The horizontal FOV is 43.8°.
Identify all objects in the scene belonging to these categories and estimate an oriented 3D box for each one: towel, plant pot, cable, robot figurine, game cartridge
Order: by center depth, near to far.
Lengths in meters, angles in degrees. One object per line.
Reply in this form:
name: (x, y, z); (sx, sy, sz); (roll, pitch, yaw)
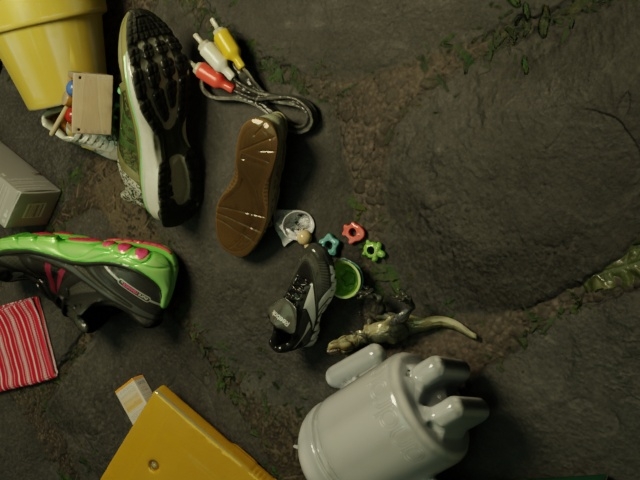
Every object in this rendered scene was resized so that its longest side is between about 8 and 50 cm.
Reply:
robot figurine: (0.104, 0.322, 1.332); (0.353, 0.200, 0.299); (-39, 55, 25)
cable: (-0.138, -0.275, 1.476); (0.287, 0.072, 0.139); (45, 119, 17)
plant pot: (-0.539, -0.393, 1.594); (0.254, 0.254, 0.238); (-3, 108, 28)
game cartridge: (-0.269, 0.497, 1.616); (0.324, 0.053, 0.285); (37, 111, 10)
towel: (-0.739, 0.252, 1.870); (0.275, 0.031, 0.198); (-16, 88, 28)

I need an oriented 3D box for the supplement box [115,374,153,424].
supplement box: (-0.382, 0.343, 1.685); (0.062, 0.036, 0.098); (-37, 78, 25)

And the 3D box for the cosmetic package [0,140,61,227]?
cosmetic package: (-0.708, -0.131, 1.764); (0.238, 0.127, 0.107); (38, 111, 18)

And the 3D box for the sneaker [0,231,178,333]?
sneaker: (-0.517, 0.088, 1.651); (0.483, 0.185, 0.202); (6, 94, 29)

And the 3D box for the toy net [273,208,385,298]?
toy net: (0.000, 0.000, 1.444); (0.232, 0.045, 0.122); (36, 111, 21)

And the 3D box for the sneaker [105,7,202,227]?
sneaker: (-0.353, -0.228, 1.516); (0.182, 0.158, 0.410); (7, 111, 29)

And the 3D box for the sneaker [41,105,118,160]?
sneaker: (-0.471, -0.219, 1.646); (0.229, 0.092, 0.087); (19, 102, 21)

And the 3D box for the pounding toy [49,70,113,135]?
pounding toy: (-0.455, -0.253, 1.508); (0.141, 0.100, 0.130); (-150, 63, -64)

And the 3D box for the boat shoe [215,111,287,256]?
boat shoe: (-0.116, -0.098, 1.467); (0.105, 0.089, 0.285); (28, 120, 12)

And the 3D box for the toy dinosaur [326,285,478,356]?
toy dinosaur: (0.127, 0.136, 1.375); (0.268, 0.064, 0.118); (-11, 118, 25)

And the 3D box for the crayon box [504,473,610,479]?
crayon box: (0.338, 0.577, 1.286); (0.313, 0.106, 0.362); (-13, 88, 30)

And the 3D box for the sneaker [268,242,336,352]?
sneaker: (-0.039, 0.113, 1.403); (0.078, 0.106, 0.234); (36, 129, 29)
